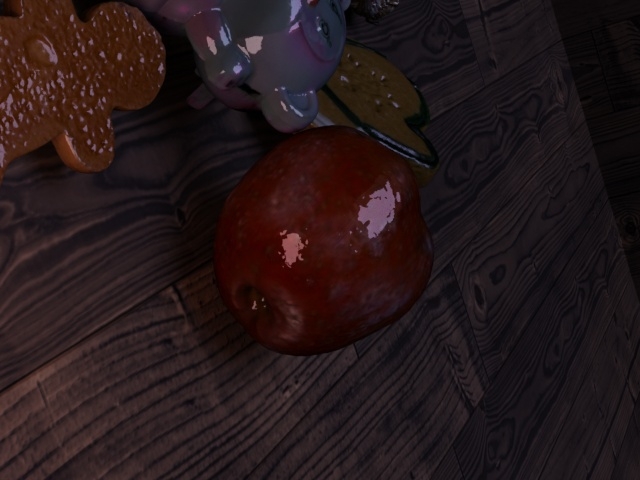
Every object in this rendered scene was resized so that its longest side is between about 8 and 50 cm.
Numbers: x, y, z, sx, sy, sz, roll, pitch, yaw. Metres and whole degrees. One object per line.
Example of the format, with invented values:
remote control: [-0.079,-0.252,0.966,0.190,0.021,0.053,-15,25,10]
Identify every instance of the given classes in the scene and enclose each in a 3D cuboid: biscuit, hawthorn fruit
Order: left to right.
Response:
biscuit: [-0.271,-0.156,1.088,0.324,0.049,0.206,-36,112,-47]
hawthorn fruit: [0.000,0.000,1.335,0.284,0.284,0.284,37,46,-51]
biscuit: [0.061,-0.194,1.611,0.287,0.057,0.343,49,33,14]

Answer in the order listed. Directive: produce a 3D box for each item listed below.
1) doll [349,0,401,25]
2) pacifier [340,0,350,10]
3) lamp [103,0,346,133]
doll: [0.082,-0.476,1.895,0.115,0.105,0.221,108,-20,-67]
pacifier: [-0.012,-0.353,1.652,0.150,0.116,0.127,-49,145,-62]
lamp: [-0.122,-0.264,1.303,0.301,0.247,0.247,30,44,-27]
